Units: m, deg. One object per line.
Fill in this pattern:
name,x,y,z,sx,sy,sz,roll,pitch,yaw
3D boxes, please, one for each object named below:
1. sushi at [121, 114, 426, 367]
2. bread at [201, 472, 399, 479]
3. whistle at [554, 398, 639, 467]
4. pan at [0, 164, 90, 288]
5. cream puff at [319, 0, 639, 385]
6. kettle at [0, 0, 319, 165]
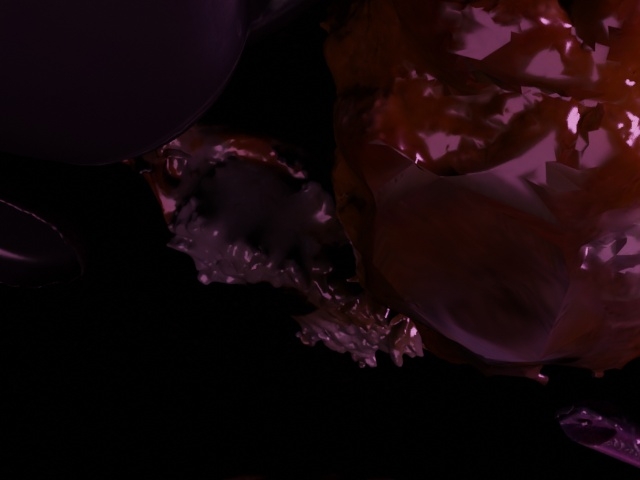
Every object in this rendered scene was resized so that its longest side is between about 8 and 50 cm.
sushi,0.000,0.002,0.933,0.226,0.103,0.097,30,130,-24
bread,0.005,0.284,1.292,0.424,0.329,0.245,-5,102,31
whistle,0.230,0.138,1.102,0.176,0.033,0.033,23,148,-11
pan,-0.233,-0.027,1.042,0.212,0.040,0.115,26,149,-29
cream puff,0.104,-0.039,0.764,0.241,0.155,0.269,22,146,-11
kettle,-0.102,-0.149,0.672,0.268,0.207,0.290,-27,141,13
